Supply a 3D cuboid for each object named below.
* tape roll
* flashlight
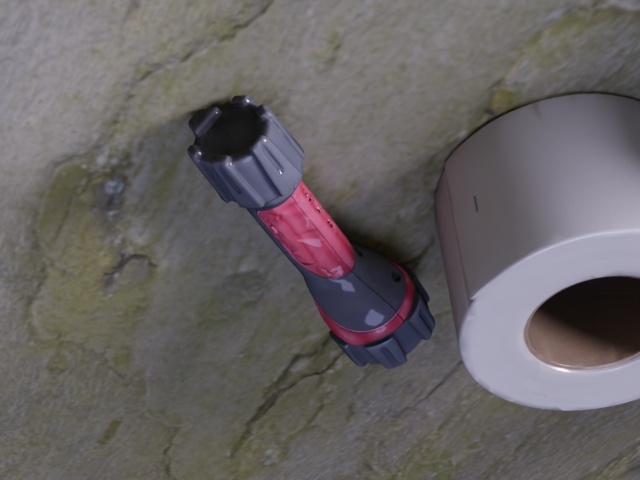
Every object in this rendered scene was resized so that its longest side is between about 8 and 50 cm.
[{"bbox_3d":[0.232,0.014,1.060,0.246,0.169,0.246,-2,137,-2],"label":"tape roll"},{"bbox_3d":[0.000,0.000,1.073,0.103,0.103,0.304,-21,135,18],"label":"flashlight"}]
